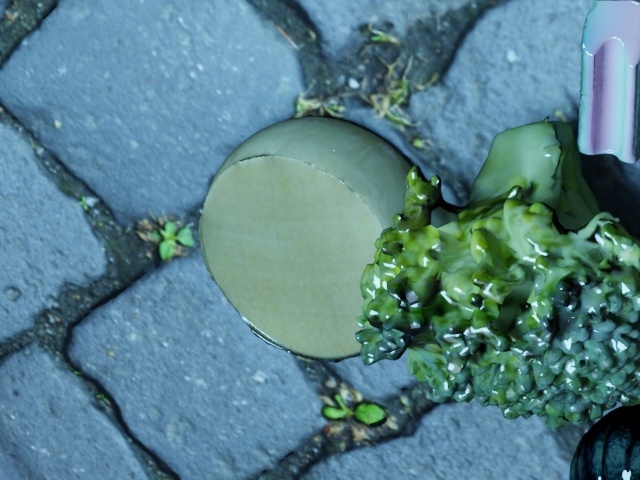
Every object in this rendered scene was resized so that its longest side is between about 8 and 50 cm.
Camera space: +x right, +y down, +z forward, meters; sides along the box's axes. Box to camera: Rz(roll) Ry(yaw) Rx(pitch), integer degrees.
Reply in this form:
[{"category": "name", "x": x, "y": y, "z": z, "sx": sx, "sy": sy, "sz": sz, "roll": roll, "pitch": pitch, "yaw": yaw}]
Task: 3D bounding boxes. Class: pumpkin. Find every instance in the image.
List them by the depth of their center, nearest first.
[{"category": "pumpkin", "x": 0.329, "y": 0.236, "z": 1.574, "sx": 0.202, "sy": 0.140, "sz": 0.202, "roll": 17, "pitch": 151, "yaw": 10}]

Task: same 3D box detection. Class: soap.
[{"category": "soap", "x": 0.258, "y": -0.154, "z": 1.413, "sx": 0.056, "sy": 0.100, "sz": 0.149, "roll": 12, "pitch": 124, "yaw": 24}]

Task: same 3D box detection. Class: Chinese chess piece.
[{"category": "Chinese chess piece", "x": 0.000, "y": 0.000, "z": 1.682, "sx": 0.249, "sy": 0.103, "sz": 0.250, "roll": 17, "pitch": 126, "yaw": 25}]

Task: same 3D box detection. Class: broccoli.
[{"category": "broccoli", "x": 0.188, "y": 0.057, "z": 1.487, "sx": 0.324, "sy": 0.334, "sz": 0.272, "roll": -43, "pitch": 57, "yaw": 22}]
